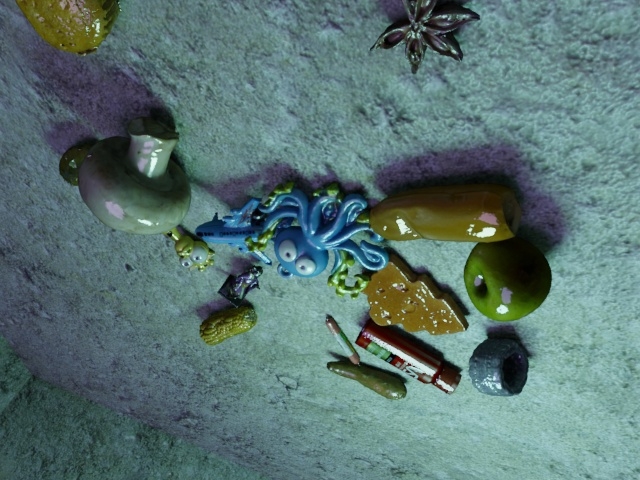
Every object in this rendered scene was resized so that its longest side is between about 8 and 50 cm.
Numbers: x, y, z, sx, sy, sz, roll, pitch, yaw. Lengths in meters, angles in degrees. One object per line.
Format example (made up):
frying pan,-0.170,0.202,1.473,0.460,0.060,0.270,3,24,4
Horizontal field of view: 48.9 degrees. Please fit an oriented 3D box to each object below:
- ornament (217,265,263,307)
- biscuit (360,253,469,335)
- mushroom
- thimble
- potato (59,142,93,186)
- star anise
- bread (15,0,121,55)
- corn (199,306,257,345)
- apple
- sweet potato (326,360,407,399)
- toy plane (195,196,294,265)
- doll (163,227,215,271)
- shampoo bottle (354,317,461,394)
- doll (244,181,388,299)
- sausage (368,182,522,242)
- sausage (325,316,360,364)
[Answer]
ornament,-0.221,0.130,2.120,0.081,0.088,0.203,41,142,-15
biscuit,0.244,0.162,1.844,0.307,0.043,0.283,24,141,14
mushroom,-0.455,-0.165,1.802,0.298,0.297,0.290,36,121,-6
thimble,0.456,0.325,1.799,0.098,0.150,0.150,-7,130,48
potato,-0.688,-0.220,2.039,0.117,0.090,0.226,47,143,-21
star anise,0.185,-0.380,1.227,0.172,0.063,0.208,21,140,7
bread,-0.551,-0.527,1.524,0.240,0.139,0.239,20,143,16
corn,-0.309,0.279,2.359,0.102,0.102,0.313,43,139,-16
apple,0.402,0.080,1.513,0.157,0.196,0.196,-5,150,-19
sweet potato,0.149,0.433,2.224,0.274,0.075,0.075,20,143,21
toy plane,-0.200,-0.029,1.884,0.272,0.105,0.254,7,139,10
doll,-0.432,-0.010,2.108,0.117,0.086,0.291,-29,119,18
shampoo bottle,0.251,0.336,2.022,0.314,0.076,0.118,31,142,2
doll,0.000,0.000,1.737,0.346,0.098,0.341,38,128,-6
sausage,0.252,-0.057,1.519,0.354,0.116,0.134,0,148,41
sausage,0.069,0.312,2.169,0.029,0.029,0.223,-3,132,39
